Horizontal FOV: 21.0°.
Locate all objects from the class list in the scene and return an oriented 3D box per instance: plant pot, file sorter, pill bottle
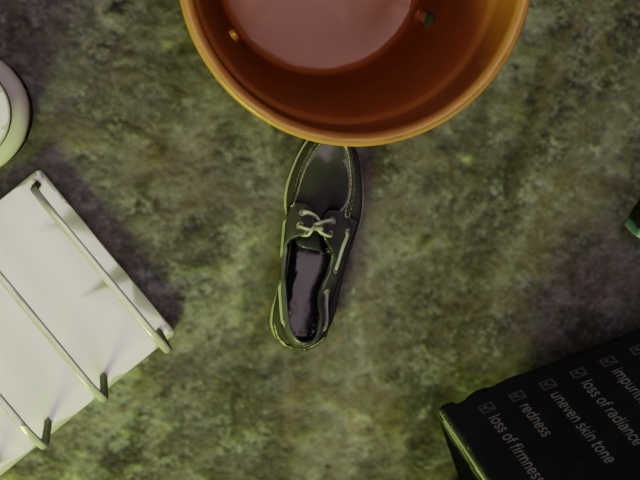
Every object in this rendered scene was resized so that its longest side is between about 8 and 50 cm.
[{"bbox_3d":[0.015,-0.232,1.462,0.291,0.203,0.290,-1,98,-9],"label":"plant pot"},{"bbox_3d":[-0.288,0.101,1.465,0.278,0.173,0.193,-39,98,-3],"label":"file sorter"},{"bbox_3d":[-0.295,-0.106,1.437,0.108,0.193,0.108,-1,95,-8],"label":"pill bottle"}]

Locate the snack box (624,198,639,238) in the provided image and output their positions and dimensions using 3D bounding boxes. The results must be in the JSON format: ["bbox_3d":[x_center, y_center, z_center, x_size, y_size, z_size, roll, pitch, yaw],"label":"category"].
[{"bbox_3d":[0.449,-0.096,1.593,0.187,0.060,0.322,31,97,-10],"label":"snack box"}]

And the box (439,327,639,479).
[{"bbox_3d":[0.414,0.266,1.398,0.472,0.480,0.297,-23,116,-5],"label":"box"}]

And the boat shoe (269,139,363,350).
[{"bbox_3d":[0.000,0.000,1.552,0.075,0.065,0.206,11,93,-9],"label":"boat shoe"}]
